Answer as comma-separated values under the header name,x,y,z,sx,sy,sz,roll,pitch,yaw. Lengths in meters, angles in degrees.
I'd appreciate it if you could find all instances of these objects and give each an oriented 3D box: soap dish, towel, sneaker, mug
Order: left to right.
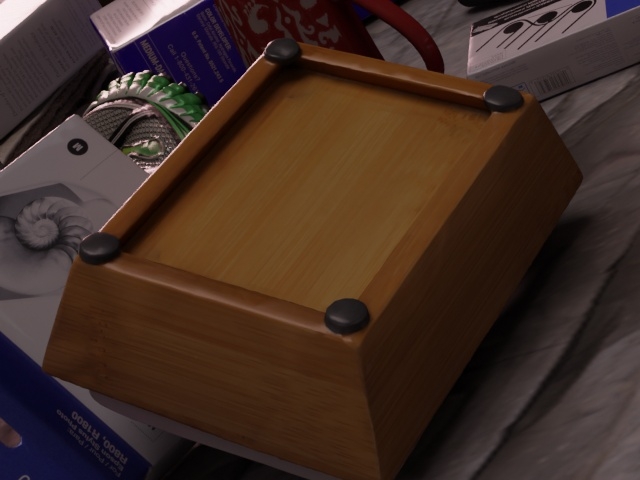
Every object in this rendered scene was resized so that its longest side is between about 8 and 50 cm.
name,x,y,z,sx,sy,sz,roll,pitch,yaw
towel,-0.336,-0.116,1.834,0.187,0.049,0.282,-15,29,32
sneaker,-0.120,-0.038,1.331,0.146,0.134,0.343,-40,27,-22
soap dish,0.000,0.000,1.053,0.229,0.118,0.291,16,46,24
mug,0.007,-0.156,1.377,0.150,0.169,0.113,-27,23,6

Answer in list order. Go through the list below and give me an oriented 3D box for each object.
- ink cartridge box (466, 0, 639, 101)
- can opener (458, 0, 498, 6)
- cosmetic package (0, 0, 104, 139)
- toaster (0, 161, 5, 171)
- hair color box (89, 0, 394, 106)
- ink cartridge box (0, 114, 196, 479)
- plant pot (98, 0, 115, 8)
name,x,y,z,sx,sy,sz,roll,pitch,yaw
ink cartridge box,0.214,-0.166,1.320,0.207,0.046,0.097,-21,27,19
can opener,0.198,-0.241,1.492,0.186,0.073,0.059,-19,64,29
cosmetic package,-0.330,-0.174,1.781,0.117,0.085,0.231,-1,39,48
toaster,-0.363,-0.013,1.569,0.168,0.110,0.185,-40,23,-20
hair color box,-0.048,-0.246,1.697,0.339,0.110,0.185,-32,23,-2
ink cartridge box,-0.159,0.053,1.127,0.224,0.223,0.045,-45,-13,-29
plant pot,-0.245,-0.383,2.066,0.229,0.263,0.263,-10,24,-3
